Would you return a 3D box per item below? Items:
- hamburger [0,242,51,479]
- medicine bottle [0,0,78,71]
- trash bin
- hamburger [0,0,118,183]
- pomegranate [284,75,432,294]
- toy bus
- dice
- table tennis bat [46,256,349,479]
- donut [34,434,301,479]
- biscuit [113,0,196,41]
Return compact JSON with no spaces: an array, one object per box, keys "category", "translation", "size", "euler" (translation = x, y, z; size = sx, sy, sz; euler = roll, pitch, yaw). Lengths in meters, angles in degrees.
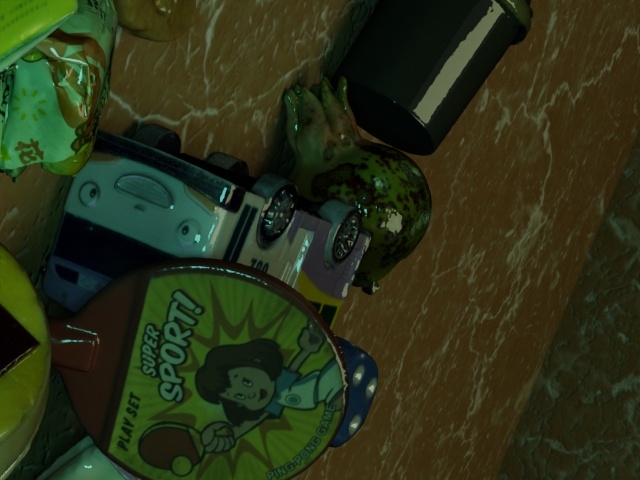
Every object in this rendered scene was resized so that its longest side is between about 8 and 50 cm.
[{"category":"hamburger","translation":[-0.380,0.110,1.529],"size":[0.300,0.300,0.176],"euler":[-50,176,-37]},{"category":"medicine bottle","translation":[-0.316,-0.286,1.520],"size":[0.141,0.137,0.250],"euler":[-47,147,-38]},{"category":"trash bin","translation":[0.172,-0.301,2.443],"size":[0.334,0.214,0.214],"euler":[-58,154,-16]},{"category":"hamburger","translation":[-0.268,-0.143,1.724],"size":[0.214,0.125,0.235],"euler":[-71,175,-62]},{"category":"pomegranate","translation":[0.022,-0.066,2.340],"size":[0.276,0.222,0.204],"euler":[52,45,-31]},{"category":"toy bus","translation":[-0.132,0.022,2.064],"size":[0.249,0.209,0.440],"euler":[-68,158,1]},{"category":"dice","translation":[-0.008,0.214,2.548],"size":[0.146,0.143,0.146],"euler":[-64,156,-13]},{"category":"table tennis bat","translation":[-0.173,0.133,1.846],"size":[0.051,0.414,0.268],"euler":[-86,-169,-71]},{"category":"donut","translation":[-0.171,0.288,2.073],"size":[0.382,0.142,0.382],"euler":[-29,163,-10]},{"category":"biscuit","translation":[-0.158,-0.377,1.878],"size":[0.312,0.057,0.351],"euler":[-58,152,-23]}]
